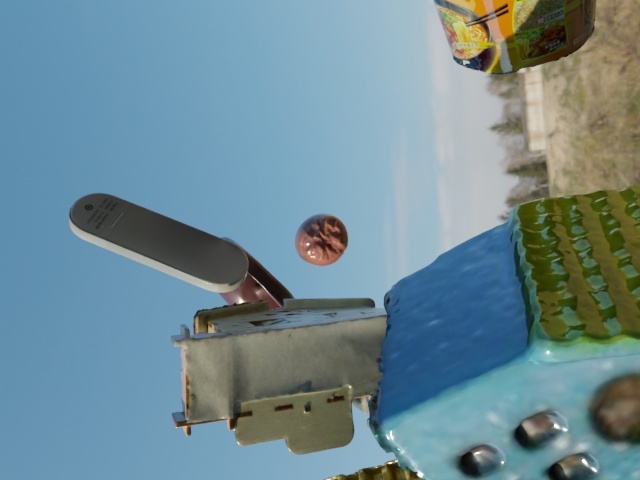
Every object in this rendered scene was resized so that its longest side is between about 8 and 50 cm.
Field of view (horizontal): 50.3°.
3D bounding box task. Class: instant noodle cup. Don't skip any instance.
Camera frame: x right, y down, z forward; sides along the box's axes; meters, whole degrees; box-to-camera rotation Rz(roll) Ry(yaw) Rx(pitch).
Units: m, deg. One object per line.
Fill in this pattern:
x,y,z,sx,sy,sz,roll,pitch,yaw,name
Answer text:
0.221,-0.317,0.793,0.230,0.230,0.182,-73,-30,-47,instant noodle cup

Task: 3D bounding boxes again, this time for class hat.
-0.130,0.082,1.188,0.089,0.205,0.205,-47,-35,-9,hat

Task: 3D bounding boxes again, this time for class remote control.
-0.209,0.001,0.882,0.022,0.244,0.077,107,-174,-46,remote control

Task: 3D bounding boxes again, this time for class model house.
0.212,0.089,0.585,0.215,0.303,0.237,45,-154,-15,model house
-0.048,0.167,0.923,0.244,0.326,0.169,-173,78,-71,model house

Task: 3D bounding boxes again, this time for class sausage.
0.000,0.000,0.823,0.154,0.062,0.062,159,106,-87,sausage

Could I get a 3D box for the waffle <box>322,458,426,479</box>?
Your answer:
0.107,0.428,0.956,0.057,0.229,0.219,31,-137,-47,waffle
